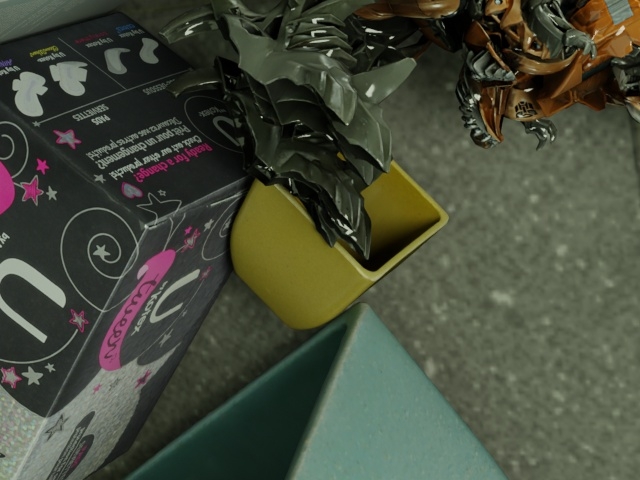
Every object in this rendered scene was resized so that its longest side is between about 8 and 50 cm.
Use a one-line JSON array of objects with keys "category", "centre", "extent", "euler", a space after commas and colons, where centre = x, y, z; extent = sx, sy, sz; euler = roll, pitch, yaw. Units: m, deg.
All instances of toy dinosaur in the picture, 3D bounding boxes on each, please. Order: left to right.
[{"category": "toy dinosaur", "centre": [0.046, -0.119, 0.731], "extent": [0.322, 0.164, 0.218], "euler": [31, 75, 30]}]

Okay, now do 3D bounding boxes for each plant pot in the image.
[{"category": "plant pot", "centre": [0.000, 0.000, 0.834], "extent": [0.081, 0.081, 0.083], "euler": [45, 131, 7]}, {"category": "plant pot", "centre": [0.003, 0.237, 0.824], "extent": [0.252, 0.248, 0.247], "euler": [43, 122, -12]}]

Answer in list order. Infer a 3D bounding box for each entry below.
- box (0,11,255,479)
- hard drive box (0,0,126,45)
[{"category": "box", "centre": [-0.149, 0.024, 0.868], "extent": [0.142, 0.163, 0.247], "euler": [37, 120, 12]}, {"category": "hard drive box", "centre": [-0.189, -0.187, 0.779], "extent": [0.089, 0.232, 0.181], "euler": [-27, 94, 31]}]
